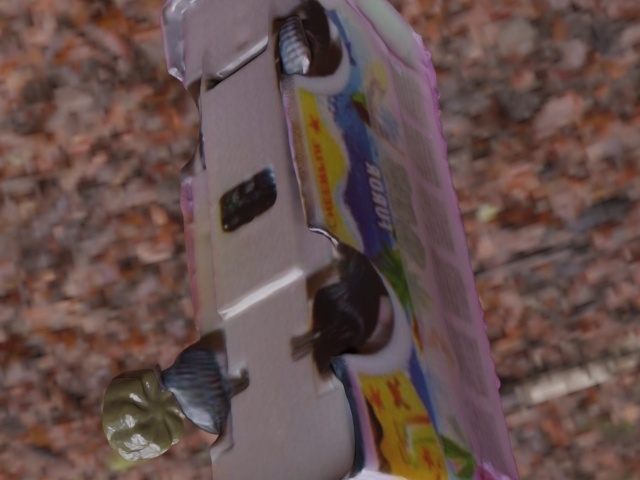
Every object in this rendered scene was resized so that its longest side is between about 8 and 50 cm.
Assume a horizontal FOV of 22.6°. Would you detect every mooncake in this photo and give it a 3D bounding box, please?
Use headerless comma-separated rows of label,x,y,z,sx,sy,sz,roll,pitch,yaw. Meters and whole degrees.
mooncake,-0.079,0.241,0.937,0.150,0.347,0.057,-14,161,-45

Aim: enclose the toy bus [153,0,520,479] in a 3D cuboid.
toy bus,0.000,0.000,0.647,0.112,0.274,0.090,22,136,-37
